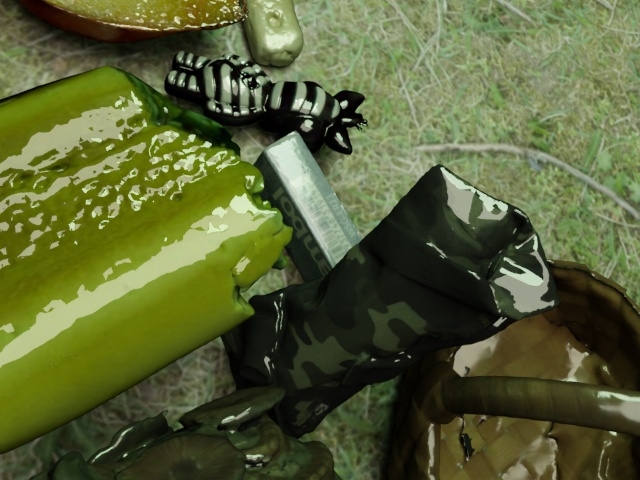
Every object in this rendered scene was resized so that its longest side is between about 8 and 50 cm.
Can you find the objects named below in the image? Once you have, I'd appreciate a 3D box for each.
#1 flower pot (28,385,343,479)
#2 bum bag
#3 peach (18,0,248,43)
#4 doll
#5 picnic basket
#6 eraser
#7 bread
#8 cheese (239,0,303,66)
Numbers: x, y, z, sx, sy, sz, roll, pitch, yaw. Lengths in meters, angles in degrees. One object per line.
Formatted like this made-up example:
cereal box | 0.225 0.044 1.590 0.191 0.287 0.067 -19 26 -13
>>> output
flower pot | -0.102 0.256 0.448 0.213 0.302 0.301 9 73 -44
bum bag | 0.033 0.068 0.553 0.144 0.340 0.095 55 30 2
peach | -0.212 -0.275 0.659 0.279 0.068 0.189 24 63 -8
doll | -0.055 -0.147 0.680 0.219 0.067 0.091 15 58 -8
picnic basket | 0.233 0.169 0.568 0.293 0.337 0.337 17 73 -14
eraser | 0.000 0.000 0.649 0.046 0.092 0.212 -30 88 -23
bread | -0.239 0.029 0.499 0.377 0.208 0.251 -28 75 -23
cheese | -0.067 -0.295 0.726 0.065 0.043 0.194 -11 83 -15
